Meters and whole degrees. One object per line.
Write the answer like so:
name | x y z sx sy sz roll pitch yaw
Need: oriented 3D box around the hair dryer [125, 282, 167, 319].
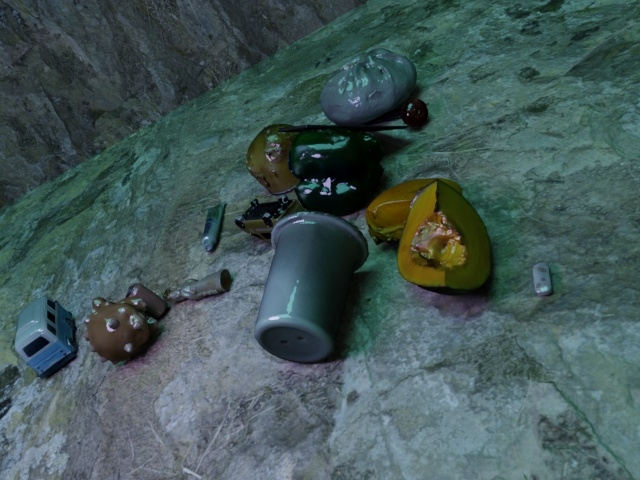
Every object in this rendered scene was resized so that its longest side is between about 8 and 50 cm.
hair dryer | -0.553 0.201 1.820 0.181 0.117 0.064 -31 27 43

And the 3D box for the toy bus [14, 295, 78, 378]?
toy bus | -0.880 0.289 1.910 0.133 0.165 0.271 -36 32 -5

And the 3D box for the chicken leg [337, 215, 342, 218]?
chicken leg | 0.003 0.001 1.606 0.101 0.085 0.207 6 38 28

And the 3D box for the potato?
potato | -0.143 -0.316 2.067 0.246 0.196 0.300 -28 30 5

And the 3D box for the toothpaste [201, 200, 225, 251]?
toothpaste | -0.368 -0.053 2.045 0.074 0.048 0.297 -25 30 12

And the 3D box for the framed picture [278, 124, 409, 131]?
framed picture | 0.066 -0.348 1.863 0.338 0.014 0.255 -4 9 -21

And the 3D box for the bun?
bun | 0.162 -0.551 2.104 0.354 0.194 0.354 -23 29 13

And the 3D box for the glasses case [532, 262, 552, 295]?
glasses case | 0.436 0.075 1.179 0.032 0.021 0.083 -14 36 25

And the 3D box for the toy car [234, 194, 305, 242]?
toy car | -0.144 -0.054 1.777 0.256 0.124 0.101 -2 42 54

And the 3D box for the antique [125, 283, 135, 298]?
antique | -0.623 0.210 1.936 0.031 0.015 0.192 -22 34 15

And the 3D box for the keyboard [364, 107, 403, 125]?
keyboard | 0.243 -0.428 2.049 0.198 0.010 0.064 -5 42 37

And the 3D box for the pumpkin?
pumpkin | 0.268 0.035 1.313 0.169 0.148 0.312 -53 21 44

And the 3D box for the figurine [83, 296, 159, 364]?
figurine | -0.587 0.255 1.690 0.247 0.177 0.173 4 28 29

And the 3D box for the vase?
vase | -0.023 0.115 1.361 0.245 0.245 0.291 -14 44 28

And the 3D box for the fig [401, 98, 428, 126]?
fig | 0.293 -0.402 1.920 0.089 0.089 0.125 -36 6 -5

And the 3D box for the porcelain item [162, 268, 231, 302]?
porcelain item | -0.364 0.143 1.760 0.213 0.054 0.084 -18 32 21

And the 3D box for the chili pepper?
chili pepper | 0.046 -0.211 1.723 0.256 0.249 0.233 0 31 27

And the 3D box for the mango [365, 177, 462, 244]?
mango | 0.232 -0.082 1.476 0.252 0.126 0.154 -24 21 -2
